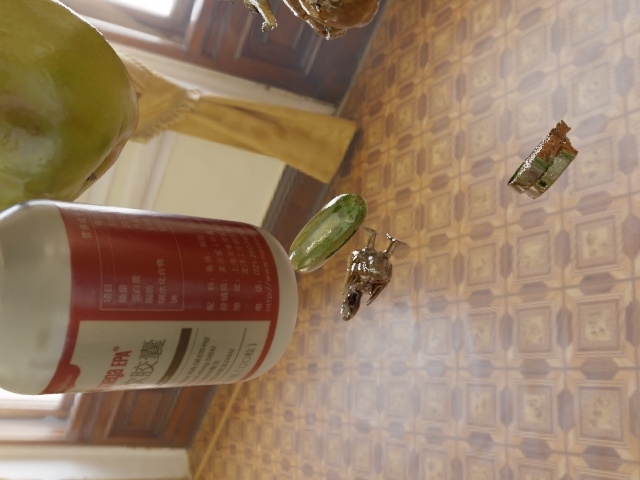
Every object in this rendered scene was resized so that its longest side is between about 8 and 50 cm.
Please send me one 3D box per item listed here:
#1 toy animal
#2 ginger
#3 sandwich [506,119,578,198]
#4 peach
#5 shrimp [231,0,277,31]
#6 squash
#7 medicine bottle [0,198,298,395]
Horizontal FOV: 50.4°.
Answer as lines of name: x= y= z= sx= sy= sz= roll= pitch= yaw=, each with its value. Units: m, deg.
toy animal: x=0.076 y=0.071 z=1.166 sx=0.188 sy=0.089 sz=0.179 roll=-81 pitch=13 yaw=-81
ginger: x=-0.034 y=-0.556 z=1.261 sx=0.176 sy=0.418 sz=0.254 roll=-42 pitch=25 yaw=-10
sandwich: x=0.196 y=-0.067 z=0.594 sx=0.067 sy=0.029 sz=0.135 roll=-54 pitch=-8 yaw=28
peach: x=-0.415 y=-0.178 z=0.891 sx=0.314 sy=0.315 sz=0.281 roll=-41 pitch=24 yaw=-6
shrimp: x=-0.147 y=-0.454 z=1.288 sx=0.051 sy=0.150 sz=0.217 roll=-49 pitch=25 yaw=-4
squash: x=0.000 y=0.000 z=1.074 sx=0.252 sy=0.066 sz=0.066 roll=133 pitch=138 yaw=-53
medicine bottle: x=-0.146 y=0.041 z=0.483 sx=0.131 sy=0.250 sz=0.131 roll=-7 pitch=80 yaw=49
